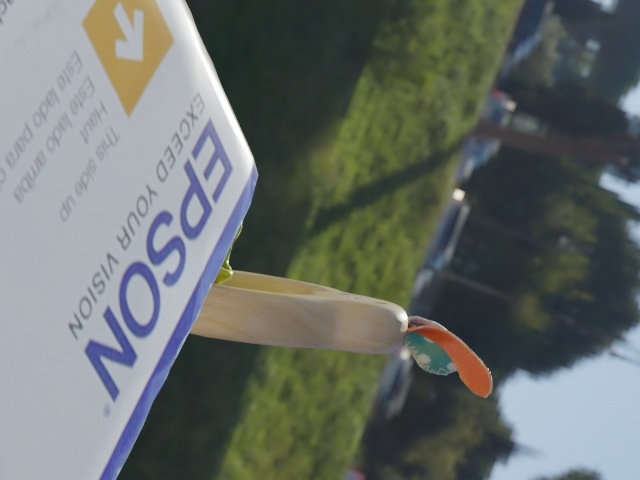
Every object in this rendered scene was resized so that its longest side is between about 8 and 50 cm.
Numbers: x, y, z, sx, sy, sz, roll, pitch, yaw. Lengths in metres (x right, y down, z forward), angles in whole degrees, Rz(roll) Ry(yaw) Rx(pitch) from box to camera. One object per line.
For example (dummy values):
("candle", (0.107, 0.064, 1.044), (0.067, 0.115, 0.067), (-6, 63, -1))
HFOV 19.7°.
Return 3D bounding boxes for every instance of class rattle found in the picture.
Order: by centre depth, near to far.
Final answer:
("rattle", (0.000, 0.000, 0.988), (0.130, 0.199, 0.143), (77, 20, -76))

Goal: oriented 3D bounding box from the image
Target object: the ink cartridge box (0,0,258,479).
("ink cartridge box", (-0.136, -0.019, 0.189), (0.330, 0.071, 0.324), (70, 33, -40))
